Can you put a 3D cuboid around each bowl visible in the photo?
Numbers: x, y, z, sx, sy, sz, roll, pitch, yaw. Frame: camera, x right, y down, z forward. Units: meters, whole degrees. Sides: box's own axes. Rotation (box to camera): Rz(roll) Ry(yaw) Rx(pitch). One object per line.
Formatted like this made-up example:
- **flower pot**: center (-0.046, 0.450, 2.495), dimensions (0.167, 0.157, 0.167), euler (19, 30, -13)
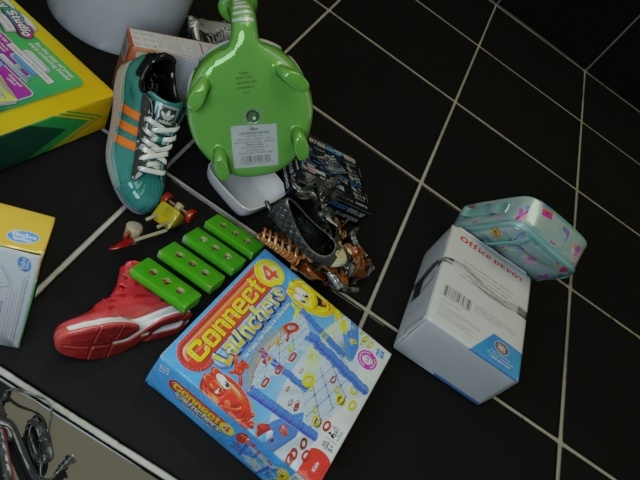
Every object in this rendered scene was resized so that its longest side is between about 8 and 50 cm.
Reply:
- **bowl**: center (-0.156, -0.114, 1.264), dimensions (0.142, 0.053, 0.142), euler (49, 45, 10)

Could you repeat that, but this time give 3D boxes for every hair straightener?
- **hair straightener**: center (-0.368, 0.292, 0.794), dimensions (0.089, 0.047, 0.230), euler (-8, 55, -38)

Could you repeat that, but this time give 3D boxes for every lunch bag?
- **lunch bag**: center (0.436, -0.001, 1.408), dimensions (0.224, 0.279, 0.108), euler (35, 71, -18)

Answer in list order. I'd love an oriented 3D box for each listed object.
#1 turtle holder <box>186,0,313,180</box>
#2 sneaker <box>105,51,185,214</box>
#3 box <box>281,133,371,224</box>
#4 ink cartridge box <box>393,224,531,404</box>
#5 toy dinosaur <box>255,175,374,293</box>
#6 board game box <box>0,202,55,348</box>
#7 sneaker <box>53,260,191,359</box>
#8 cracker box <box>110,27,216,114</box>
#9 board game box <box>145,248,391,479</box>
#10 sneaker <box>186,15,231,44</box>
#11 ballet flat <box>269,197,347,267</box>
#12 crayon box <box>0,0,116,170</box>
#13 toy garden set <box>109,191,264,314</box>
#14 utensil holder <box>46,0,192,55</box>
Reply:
- **turtle holder**: center (-0.155, -0.290, 1.175), dimensions (0.320, 0.243, 0.227), euler (54, 9, -32)
- **sneaker**: center (-0.312, -0.203, 1.115), dimensions (0.108, 0.121, 0.302), euler (7, 75, -50)
- **box**: center (0.007, -0.146, 1.365), dimensions (0.220, 0.051, 0.175), euler (21, 44, -38)
- **ink cartridge box**: center (0.309, 0.149, 1.299), dimensions (0.223, 0.129, 0.307), euler (34, 43, -5)
- **toy dinosaur**: center (0.000, 0.000, 1.175), dimensions (0.219, 0.164, 0.322), euler (68, 8, 21)
- **board game box**: center (-0.522, 0.022, 0.766), dimensions (0.316, 0.242, 0.064), euler (17, 46, -22)
- **sneaker**: center (-0.325, 0.104, 0.962), dimensions (0.221, 0.087, 0.128), euler (-2, 47, -50)
- **cracker box**: center (-0.303, -0.344, 1.283), dimensions (0.232, 0.156, 0.067), euler (1, 53, -34)
- **board game box**: center (-0.071, 0.210, 1.023), dimensions (0.302, 0.086, 0.308), euler (40, 43, 1)
- **sneaker**: center (-0.237, -0.466, 1.404), dimensions (0.132, 0.086, 0.229), euler (-3, 36, -13)
- **ballet flat**: center (-0.016, -0.009, 1.061), dimensions (0.173, 0.049, 0.058), euler (39, 56, -22)
- **crayon box**: center (-0.610, -0.299, 1.075), dimensions (0.363, 0.106, 0.313), euler (43, 40, 4)
- **toy garden set**: center (-0.243, 0.018, 1.041), dimensions (0.203, 0.049, 0.244), euler (33, 32, 10)
- **utensil holder**: center (-0.397, -0.641, 1.303), dimensions (0.327, 0.385, 0.328), euler (18, 47, -21)
